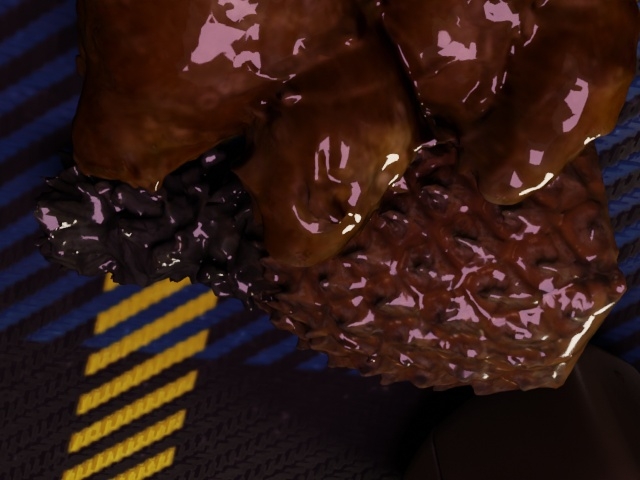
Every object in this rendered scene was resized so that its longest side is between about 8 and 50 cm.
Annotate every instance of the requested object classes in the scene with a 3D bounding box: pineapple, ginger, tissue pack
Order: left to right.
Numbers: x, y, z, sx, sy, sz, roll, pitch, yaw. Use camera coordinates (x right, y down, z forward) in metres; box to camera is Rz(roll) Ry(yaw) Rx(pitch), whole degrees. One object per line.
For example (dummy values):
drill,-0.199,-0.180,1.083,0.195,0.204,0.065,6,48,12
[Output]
pineapple,0.000,0.000,0.943,0.362,0.202,0.202,1,127,0
ginger,0.015,-0.138,0.823,0.357,0.152,0.274,-17,100,1
tissue pack,0.238,0.280,1.141,0.387,0.267,0.277,32,118,-30
